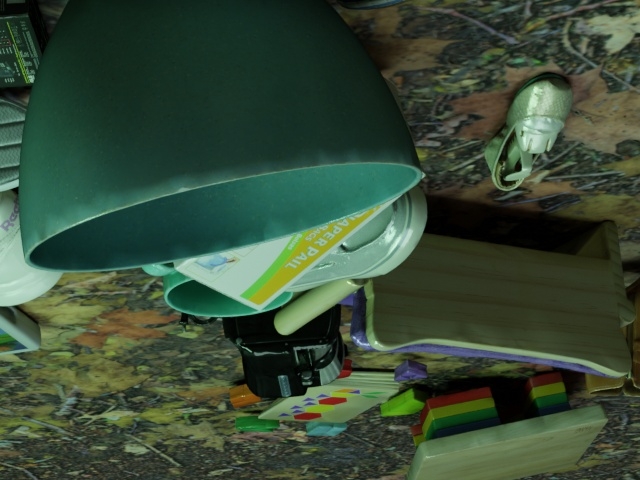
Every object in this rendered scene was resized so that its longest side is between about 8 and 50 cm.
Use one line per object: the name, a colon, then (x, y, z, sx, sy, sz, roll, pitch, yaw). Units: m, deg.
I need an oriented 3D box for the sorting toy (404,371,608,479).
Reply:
sorting toy: (0.243, 0.269, 2.538, 0.257, 0.089, 0.255, -11, 160, -8)

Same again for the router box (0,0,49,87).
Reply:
router box: (-0.261, -0.159, 1.407, 0.092, 0.038, 0.122, -4, 159, -1)

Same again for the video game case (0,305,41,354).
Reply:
video game case: (-0.518, 0.088, 2.022, 0.329, 0.036, 0.300, -9, 159, 11)

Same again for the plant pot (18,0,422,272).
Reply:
plant pot: (-0.090, -0.106, 1.320, 0.290, 0.195, 0.290, -13, 171, -2)

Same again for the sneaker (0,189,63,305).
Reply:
sneaker: (-0.403, 0.006, 1.761, 0.305, 0.114, 0.152, -14, 144, 13)

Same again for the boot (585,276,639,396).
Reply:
boot: (0.381, 0.101, 2.059, 0.197, 0.152, 0.073, -5, 159, 3)

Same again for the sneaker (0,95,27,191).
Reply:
sneaker: (-0.351, -0.079, 1.561, 0.258, 0.094, 0.091, -1, 178, 5)

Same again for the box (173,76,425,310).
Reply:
box: (-0.028, -0.054, 1.526, 0.203, 0.114, 0.103, -40, 134, 24)

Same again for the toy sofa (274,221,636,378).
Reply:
toy sofa: (0.141, 0.063, 1.883, 0.363, 0.177, 0.150, 7, 156, -30)

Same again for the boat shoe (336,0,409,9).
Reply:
boat shoe: (0.094, -0.205, 1.314, 0.183, 0.066, 0.066, -18, 157, 33)

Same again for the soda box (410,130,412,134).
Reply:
soda box: (-0.006, -0.070, 1.658, 0.181, 0.061, 0.058, 4, 158, -20)

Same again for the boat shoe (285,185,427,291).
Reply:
boat shoe: (0.000, -0.001, 1.641, 0.081, 0.079, 0.227, 7, 161, -39)

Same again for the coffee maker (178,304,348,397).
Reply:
coffee maker: (-0.058, 0.100, 2.063, 0.171, 0.120, 0.178, 18, 160, 8)

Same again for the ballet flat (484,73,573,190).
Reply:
ballet flat: (0.192, -0.093, 1.650, 0.057, 0.052, 0.168, 0, 159, -10)

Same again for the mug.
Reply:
mug: (-0.097, 0.006, 1.793, 0.130, 0.097, 0.158, -9, 158, 14)

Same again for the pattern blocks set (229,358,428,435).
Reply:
pattern blocks set: (0.014, 0.208, 2.453, 0.285, 0.026, 0.325, 10, 155, -33)
